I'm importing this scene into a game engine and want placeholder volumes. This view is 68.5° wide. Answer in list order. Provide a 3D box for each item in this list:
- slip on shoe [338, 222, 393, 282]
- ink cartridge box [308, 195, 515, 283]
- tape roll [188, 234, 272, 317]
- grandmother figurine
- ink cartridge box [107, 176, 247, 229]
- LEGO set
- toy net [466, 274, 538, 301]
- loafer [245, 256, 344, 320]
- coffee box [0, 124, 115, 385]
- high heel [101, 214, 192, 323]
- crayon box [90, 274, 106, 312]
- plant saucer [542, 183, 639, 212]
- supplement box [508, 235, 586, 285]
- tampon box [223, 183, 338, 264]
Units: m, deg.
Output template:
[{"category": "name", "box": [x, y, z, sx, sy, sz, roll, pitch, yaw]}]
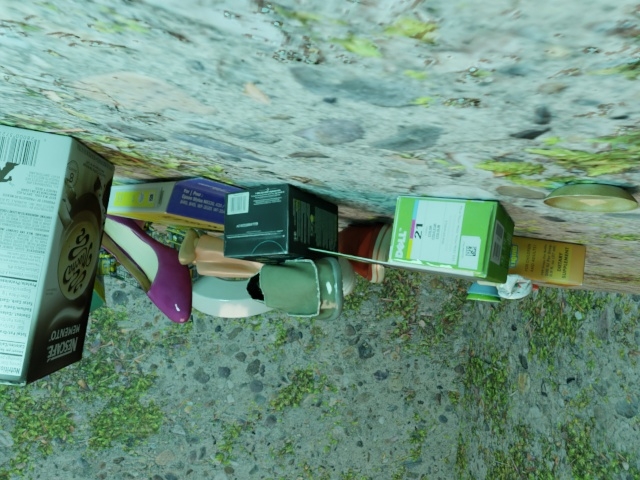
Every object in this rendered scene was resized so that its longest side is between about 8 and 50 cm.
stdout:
[{"category": "slip on shoe", "box": [0.084, 0.018, 0.996, 0.101, 0.123, 0.331, 13, 180, -6]}, {"category": "ink cartridge box", "box": [0.139, -0.003, 0.702, 0.255, 0.097, 0.189, 8, 176, 29]}, {"category": "tape roll", "box": [-0.254, 0.098, 1.515, 0.392, 0.072, 0.392, -1, -149, 0]}, {"category": "grandmother figurine", "box": [-0.096, 0.048, 0.959, 0.342, 0.104, 0.208, 11, -174, 6]}, {"category": "ink cartridge box", "box": [-0.198, -0.051, 0.906, 0.307, 0.072, 0.303, 7, 176, 42]}, {"category": "LEGO set", "box": [-0.486, 0.012, 1.357, 0.331, 0.192, 0.255, 21, -156, 28]}, {"category": "toy net", "box": [0.347, 0.093, 0.866, 0.122, 0.045, 0.232, 8, 174, 9]}, {"category": "loafer", "box": [-0.046, 0.077, 0.705, 0.087, 0.094, 0.251, -1, 172, -27]}, {"category": "coffee box", "box": [-0.379, 0.019, 0.621, 0.118, 0.297, 0.168, 9, 176, -6]}, {"category": "high heel", "box": [-0.407, 0.032, 0.973, 0.181, 0.127, 0.377, 2, -143, -49]}, {"category": "crayon box", "box": [-0.718, 0.035, 1.288, 0.081, 0.319, 0.202, -31, -149, -12]}, {"category": "plant saucer", "box": [0.265, -0.042, 0.463, 0.083, 0.015, 0.083, 9, 176, 1]}, {"category": "supplement box", "box": [0.356, 0.033, 0.876, 0.233, 0.078, 0.080, 7, 175, 9]}, {"category": "tampon box", "box": [-0.058, -0.017, 0.749, 0.120, 0.101, 0.161, -5, 170, 28]}]
